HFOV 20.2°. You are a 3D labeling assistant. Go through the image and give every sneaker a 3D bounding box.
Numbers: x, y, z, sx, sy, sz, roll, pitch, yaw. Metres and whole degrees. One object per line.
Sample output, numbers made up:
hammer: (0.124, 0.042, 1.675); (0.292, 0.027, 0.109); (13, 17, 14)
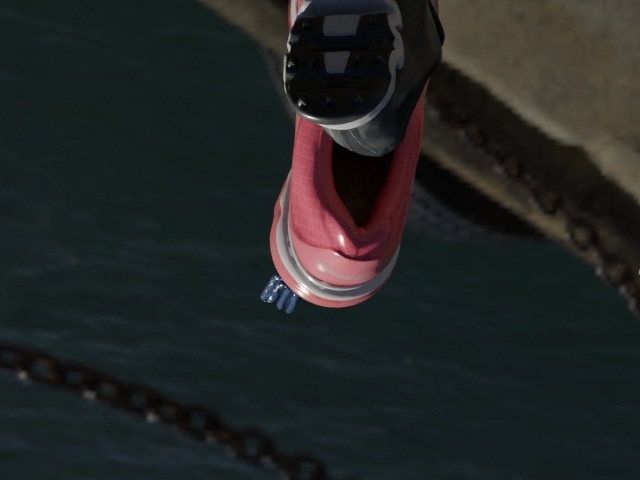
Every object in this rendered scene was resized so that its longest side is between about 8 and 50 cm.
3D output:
sneaker: (0.040, -0.115, 1.263); (0.116, 0.314, 0.136); (7, 165, -10)
sneaker: (0.033, -0.151, 1.042); (0.078, 0.234, 0.106); (1, 156, 19)

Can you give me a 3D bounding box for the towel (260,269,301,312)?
towel: (0.000, 0.000, 1.413); (0.029, 0.119, 0.067); (35, 157, 2)
